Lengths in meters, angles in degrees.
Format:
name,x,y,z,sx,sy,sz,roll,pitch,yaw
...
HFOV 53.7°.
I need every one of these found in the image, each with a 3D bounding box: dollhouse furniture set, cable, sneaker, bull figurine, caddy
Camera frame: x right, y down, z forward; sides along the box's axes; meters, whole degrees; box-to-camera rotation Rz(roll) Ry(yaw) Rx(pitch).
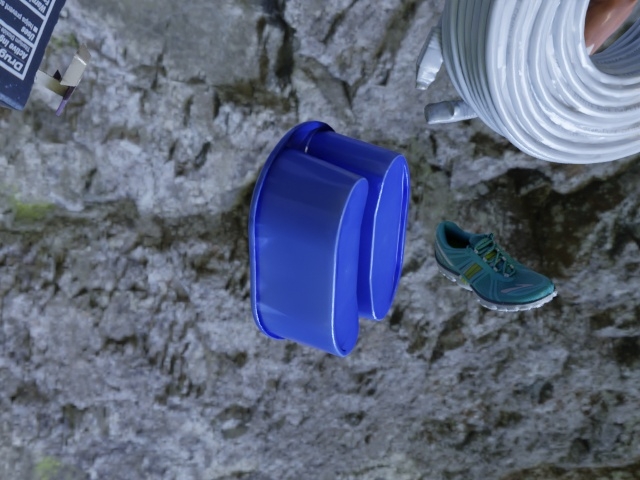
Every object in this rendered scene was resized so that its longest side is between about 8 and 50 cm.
name,x,y,z,sx,sy,sz,roll,pitch,yaw
dollhouse furniture set,-0.378,-0.261,0.904,0.114,0.081,0.091,-39,-149,40
cable,0.217,-0.179,0.461,0.089,0.257,0.257,-111,-154,-50
sneaker,0.306,0.045,1.166,0.275,0.107,0.110,30,-38,49
bull figurine,0.523,-0.431,1.348,0.310,0.101,0.188,-41,-141,-1
caddy,0.000,0.000,0.924,0.179,0.241,0.341,18,-59,28

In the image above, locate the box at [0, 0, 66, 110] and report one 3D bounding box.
name,x,y,z,sx,sy,sz,roll,pitch,yaw
box,-0.315,-0.295,0.431,0.296,0.183,0.294,40,67,-67
